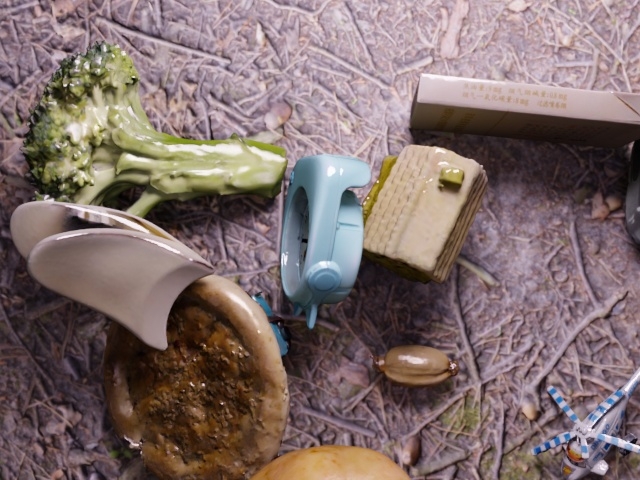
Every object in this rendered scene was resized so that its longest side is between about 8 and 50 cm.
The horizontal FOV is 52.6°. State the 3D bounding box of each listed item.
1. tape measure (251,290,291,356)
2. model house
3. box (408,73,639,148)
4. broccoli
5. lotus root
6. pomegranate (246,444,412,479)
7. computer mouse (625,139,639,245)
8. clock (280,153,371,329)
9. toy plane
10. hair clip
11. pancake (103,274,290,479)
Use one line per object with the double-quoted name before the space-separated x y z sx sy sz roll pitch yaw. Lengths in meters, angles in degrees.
"tape measure" -0.125 0.173 1.107 0.146 0.081 0.125 -32 84 8
"model house" 0.151 -0.043 1.024 0.174 0.234 0.193 26 88 4
"box" 0.330 -0.202 1.034 0.365 0.204 0.051 7 89 4
"broccoli" -0.281 -0.164 1.063 0.396 0.275 0.353 -21 131 8
"lotus root" 0.157 0.214 1.100 0.150 0.062 0.073 3 111 5
"pomegranate" 0.017 0.516 0.930 0.411 0.411 0.412 0 88 3
"computer mouse" 0.584 -0.088 1.076 0.167 0.090 0.380 11 94 4
"clock" 0.000 0.000 1.047 0.094 0.223 0.274 5 95 -15
"toy plane" 0.482 0.278 1.079 0.182 0.107 0.273 9 64 45
"hair clip" -0.329 0.038 0.984 0.282 0.113 0.173 24 107 -30
"pancake" -0.216 0.245 1.070 0.382 0.071 0.383 3 97 23
